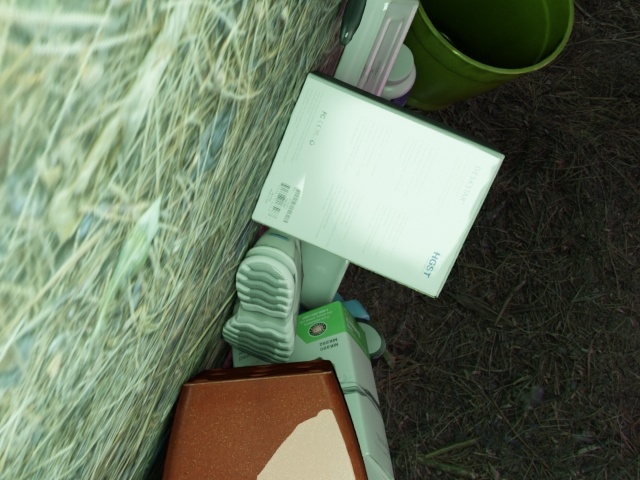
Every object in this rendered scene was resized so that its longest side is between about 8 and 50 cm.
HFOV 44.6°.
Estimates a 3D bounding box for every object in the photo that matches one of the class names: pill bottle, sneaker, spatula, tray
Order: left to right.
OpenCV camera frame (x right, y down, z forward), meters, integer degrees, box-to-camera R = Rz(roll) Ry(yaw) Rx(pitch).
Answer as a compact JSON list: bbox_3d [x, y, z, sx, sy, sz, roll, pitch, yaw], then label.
[{"bbox_3d":[-0.062,0.078,1.083,0.281,0.105,0.115,110,3,-54],"label":"sneaker"},{"bbox_3d":[0.074,-0.260,1.166,0.145,0.030,0.270,-21,140,-54],"label":"tray"},{"bbox_3d":[0.073,-0.337,0.907,0.084,0.030,0.296,115,-1,-65],"label":"spatula"},{"bbox_3d":[0.138,-0.336,1.617,0.186,0.112,0.112,107,7,-80],"label":"pill bottle"}]

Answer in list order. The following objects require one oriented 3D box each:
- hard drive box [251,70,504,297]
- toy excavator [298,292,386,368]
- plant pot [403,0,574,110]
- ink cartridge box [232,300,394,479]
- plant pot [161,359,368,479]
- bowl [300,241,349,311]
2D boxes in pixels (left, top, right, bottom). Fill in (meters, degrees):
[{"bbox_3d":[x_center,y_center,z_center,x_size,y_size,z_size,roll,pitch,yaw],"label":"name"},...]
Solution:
[{"bbox_3d":[0.064,-0.067,0.900,0.089,0.232,0.181,-60,174,-74],"label":"hard drive box"},{"bbox_3d":[-0.028,0.150,1.728,0.433,0.445,0.222,-13,143,-33],"label":"toy excavator"},{"bbox_3d":[0.297,-0.462,1.722,0.366,0.367,0.353,-66,-170,-20],"label":"plant pot"},{"bbox_3d":[-0.018,0.270,1.260,0.121,0.211,0.289,57,16,-45],"label":"ink cartridge box"},{"bbox_3d":[-0.065,0.280,0.988,0.267,0.267,0.235,89,-4,-87],"label":"plant pot"},{"bbox_3d":[0.000,0.000,1.501,0.298,0.134,0.297,23,90,-89],"label":"bowl"}]
